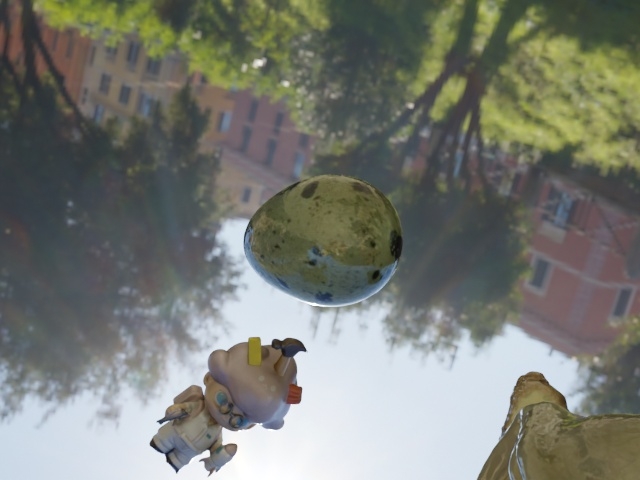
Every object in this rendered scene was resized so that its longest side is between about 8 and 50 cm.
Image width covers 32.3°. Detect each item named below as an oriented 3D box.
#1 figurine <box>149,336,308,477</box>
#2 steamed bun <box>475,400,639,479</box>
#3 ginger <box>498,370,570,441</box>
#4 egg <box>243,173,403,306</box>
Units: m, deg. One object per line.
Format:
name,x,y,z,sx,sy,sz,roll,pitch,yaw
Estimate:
figurine,-0.105,0.195,1.356,0.137,0.229,0.112,50,-176,-16
steamed bun,0.279,0.316,0.965,0.347,0.237,0.394,25,160,20
ginger,0.298,0.281,1.483,0.130,0.221,0.275,-21,-174,1
egg,0.000,0.000,1.480,0.228,0.177,0.177,0,-175,29
